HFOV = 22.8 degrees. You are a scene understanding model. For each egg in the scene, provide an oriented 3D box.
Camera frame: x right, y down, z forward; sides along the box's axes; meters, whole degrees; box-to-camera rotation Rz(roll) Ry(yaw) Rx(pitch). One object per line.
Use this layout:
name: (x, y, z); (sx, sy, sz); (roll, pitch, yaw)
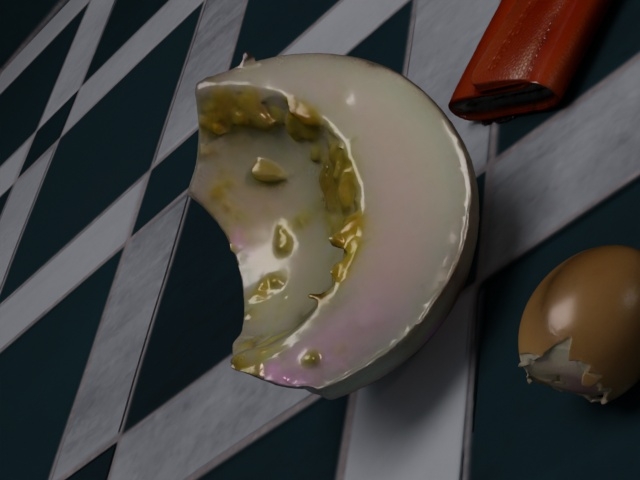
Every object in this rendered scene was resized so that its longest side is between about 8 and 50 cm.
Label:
egg: (0.019, -0.001, 1.178); (0.206, 0.162, 0.271); (-20, 64, 2)
egg: (0.160, 0.046, 0.925); (0.080, 0.080, 0.096); (-7, 54, 61)

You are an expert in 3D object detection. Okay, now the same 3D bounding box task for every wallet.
wallet: (0.184, -0.191, 1.266); (0.142, 0.045, 0.204); (-4, 54, 62)
